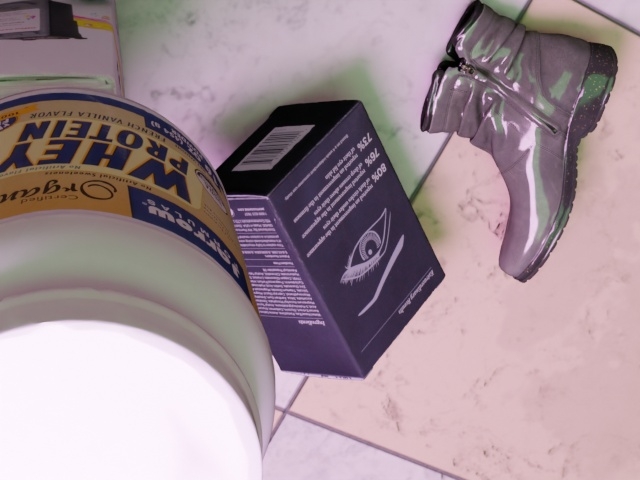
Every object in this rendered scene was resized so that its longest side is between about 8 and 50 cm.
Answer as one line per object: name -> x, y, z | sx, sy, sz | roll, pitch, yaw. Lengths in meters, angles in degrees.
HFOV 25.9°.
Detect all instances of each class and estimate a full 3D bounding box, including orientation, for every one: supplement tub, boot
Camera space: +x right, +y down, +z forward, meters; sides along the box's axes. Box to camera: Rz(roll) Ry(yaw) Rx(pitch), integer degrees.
supplement tub -> -0.149, 0.059, 0.832 | 0.228, 0.316, 0.228 | -4, 116, -9
boot -> 0.164, -0.093, 1.304 | 0.161, 0.083, 0.246 | 14, 106, -8

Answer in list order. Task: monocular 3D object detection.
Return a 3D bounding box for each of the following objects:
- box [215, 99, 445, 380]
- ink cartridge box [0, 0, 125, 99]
box -> 0.000, 0.000, 1.252 | 0.153, 0.108, 0.207 | -47, 123, -36
ink cartridge box -> -0.217, -0.071, 1.108 | 0.131, 0.306, 0.226 | -5, 116, -8
